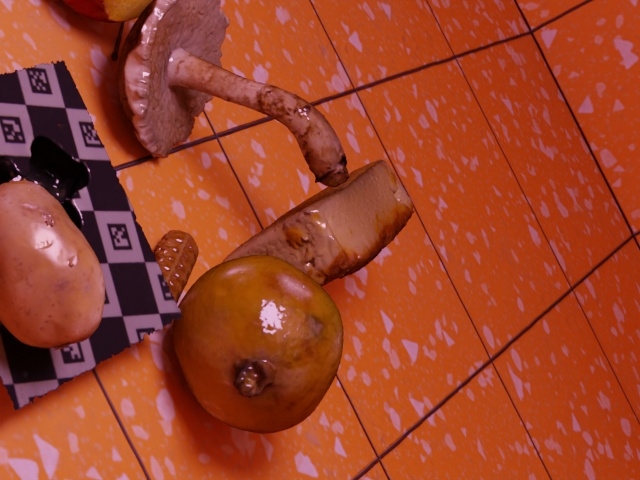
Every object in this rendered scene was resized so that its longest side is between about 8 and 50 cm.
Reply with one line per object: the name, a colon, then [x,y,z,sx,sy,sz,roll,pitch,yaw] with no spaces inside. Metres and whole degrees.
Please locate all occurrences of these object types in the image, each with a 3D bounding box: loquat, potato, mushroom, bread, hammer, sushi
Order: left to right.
sushi: [-0.326,-0.012,1.782,0.320,0.069,0.339,-30,96,-57]
potato: [-0.285,0.023,1.655,0.118,0.109,0.178,-23,85,-27]
hammer: [-0.263,-0.278,2.174,0.029,0.014,0.123,36,39,-27]
bread: [-0.185,0.040,1.993,0.052,0.044,0.157,47,30,-18]
mushroom: [-0.110,-0.212,2.103,0.302,0.233,0.208,3,34,-12]
loquat: [-0.073,0.128,1.932,0.213,0.213,0.246,57,11,-13]
bread: [0.000,0.000,2.205,0.114,0.185,0.275,58,26,-1]

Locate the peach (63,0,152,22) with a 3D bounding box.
peach: [-0.257,-0.366,2.069,0.190,0.190,0.192,40,16,-38]
